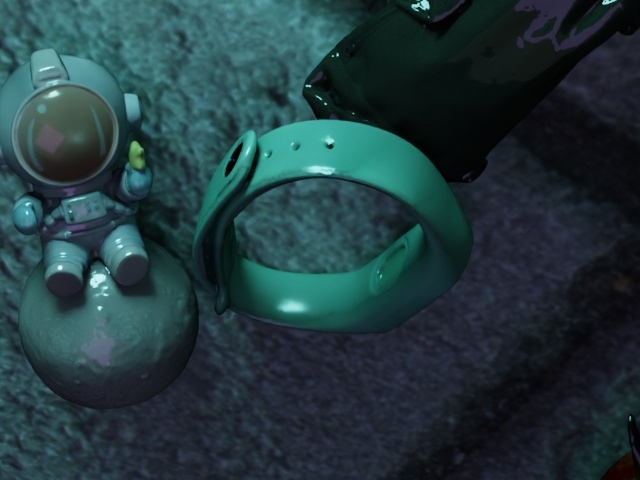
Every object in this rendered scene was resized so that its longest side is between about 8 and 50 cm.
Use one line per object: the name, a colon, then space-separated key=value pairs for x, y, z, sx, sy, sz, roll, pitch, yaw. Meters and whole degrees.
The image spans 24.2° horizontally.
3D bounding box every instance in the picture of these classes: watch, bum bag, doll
watch: x=0.000 y=0.000 z=1.126 sx=0.195 sy=0.068 sz=0.237 roll=23 pitch=146 yaw=-19
bum bag: x=0.128 y=-0.150 z=1.041 sx=0.142 sy=0.079 sz=0.326 roll=42 pitch=124 yaw=-13
doll: x=-0.180 y=-0.013 z=1.150 sx=0.151 sy=0.151 sz=0.287 roll=-4 pitch=115 yaw=12

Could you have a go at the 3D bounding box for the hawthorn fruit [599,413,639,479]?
hawthorn fruit: x=0.313 y=0.252 z=1.178 sx=0.254 sy=0.254 sz=0.300 roll=-19 pitch=110 yaw=20
